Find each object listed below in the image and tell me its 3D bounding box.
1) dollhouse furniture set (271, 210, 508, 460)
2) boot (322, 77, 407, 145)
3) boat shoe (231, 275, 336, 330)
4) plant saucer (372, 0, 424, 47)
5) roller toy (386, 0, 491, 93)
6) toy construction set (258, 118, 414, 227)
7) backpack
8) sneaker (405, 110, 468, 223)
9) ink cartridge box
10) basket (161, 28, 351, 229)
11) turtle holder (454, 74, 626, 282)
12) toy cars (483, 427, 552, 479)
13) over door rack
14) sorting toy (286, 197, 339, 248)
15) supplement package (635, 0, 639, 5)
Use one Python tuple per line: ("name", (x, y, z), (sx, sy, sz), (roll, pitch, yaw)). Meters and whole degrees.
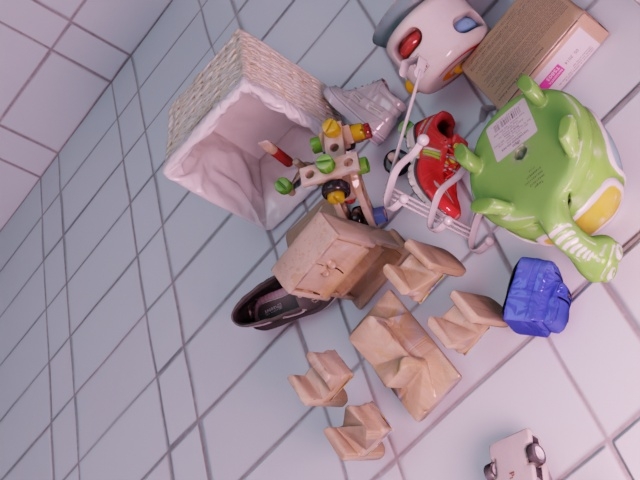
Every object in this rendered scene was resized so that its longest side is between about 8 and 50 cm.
("dollhouse furniture set", (0.127, 0.151, 1.938), (0.362, 0.256, 0.394), (-51, 56, 19))
("boot", (0.106, -0.319, 2.361), (0.123, 0.095, 0.258), (-49, 42, 8))
("boat shoe", (-0.071, 0.121, 2.241), (0.335, 0.096, 0.112), (-33, 71, 45))
("plant saucer", (0.242, -0.511, 2.180), (0.043, 0.318, 0.317), (49, 115, 8))
("roller toy", (0.243, -0.397, 2.107), (0.209, 0.191, 0.146), (-39, 80, 4))
("toy construction set", (0.005, -0.167, 2.155), (0.309, 0.237, 0.257), (10, 79, 27))
("backpack", (0.362, 0.092, 1.708), (0.101, 0.098, 0.120), (6, 70, 24))
("sneaker", (0.240, -0.155, 2.040), (0.118, 0.107, 0.279), (-35, 43, 28))
("ink cartridge box", (0.403, -0.360, 1.971), (0.234, 0.088, 0.193), (-50, 37, 18))
("basket", (-0.153, -0.260, 2.454), (0.328, 0.331, 0.266), (-43, 33, 29))
("turtle holder", (0.394, -0.098, 1.674), (0.243, 0.227, 0.320), (-59, 34, 4))
("toy cars", (0.361, 0.421, 1.492), (0.176, 0.087, 0.394), (-57, 30, 0))
("over door rack", (0.245, -0.167, 1.912), (0.108, 0.240, 0.324), (-20, 52, 49))
("sorting toy", (0.000, 0.000, 2.322), (0.208, 0.038, 0.193), (-47, 36, 30))
("supplement package", (0.650, -0.349, 1.525), (0.199, 0.198, 0.262), (-53, 35, 14))
